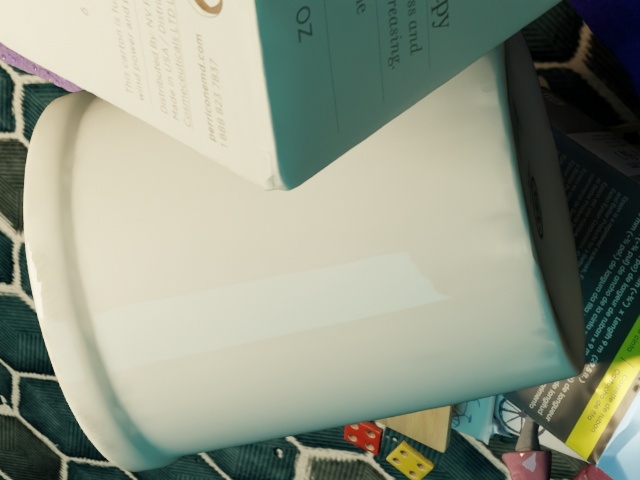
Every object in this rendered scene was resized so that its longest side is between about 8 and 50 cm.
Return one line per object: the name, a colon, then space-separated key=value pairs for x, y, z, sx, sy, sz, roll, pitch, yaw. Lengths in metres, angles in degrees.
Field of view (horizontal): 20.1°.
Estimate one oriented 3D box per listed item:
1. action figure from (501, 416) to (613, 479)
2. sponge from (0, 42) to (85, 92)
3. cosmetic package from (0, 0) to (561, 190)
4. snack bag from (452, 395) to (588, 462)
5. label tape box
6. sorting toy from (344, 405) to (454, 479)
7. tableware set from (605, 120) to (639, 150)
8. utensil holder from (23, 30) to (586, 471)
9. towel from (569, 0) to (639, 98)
action figure: x=0.308 y=0.280 z=1.820 sx=0.248 sy=0.276 sz=0.370 roll=38 pitch=116 yaw=-9
sponge: x=-0.335 y=-0.243 z=1.989 sx=0.210 sy=0.031 sz=0.117 roll=25 pitch=140 yaw=15
cosmetic package: x=-0.019 y=-0.310 z=1.308 sx=0.327 sy=0.393 sz=0.329 roll=29 pitch=141 yaw=35
snack bag: x=0.194 y=0.113 z=1.951 sx=0.342 sy=0.037 sz=0.323 roll=21 pitch=139 yaw=19
label tape box: x=0.249 y=0.046 z=1.630 sx=0.333 sy=0.106 sz=0.241 roll=38 pitch=113 yaw=27
sorting toy: x=0.094 y=0.162 z=2.011 sx=0.132 sy=0.046 sz=0.274 roll=24 pitch=141 yaw=20
tableware set: x=0.258 y=-0.042 z=1.739 sx=0.194 sy=0.039 sz=0.128 roll=-7 pitch=125 yaw=41
utensil holder: x=0.000 y=0.000 z=1.487 sx=0.385 sy=0.328 sz=0.328 roll=-11 pitch=126 yaw=13
towel: x=0.318 y=-0.195 z=1.507 sx=0.227 sy=0.076 sz=0.308 roll=-20 pitch=116 yaw=46
